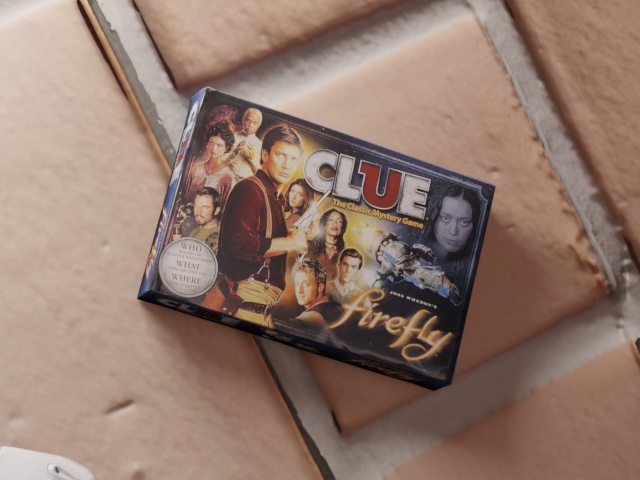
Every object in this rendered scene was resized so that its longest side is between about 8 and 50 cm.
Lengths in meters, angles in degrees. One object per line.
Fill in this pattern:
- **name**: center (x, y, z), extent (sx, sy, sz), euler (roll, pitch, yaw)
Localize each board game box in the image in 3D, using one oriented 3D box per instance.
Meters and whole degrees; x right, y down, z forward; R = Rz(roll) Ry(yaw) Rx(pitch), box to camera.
- **board game box**: center (0.000, 0.000, 1.502), extent (0.243, 0.042, 0.165), euler (18, 74, -14)

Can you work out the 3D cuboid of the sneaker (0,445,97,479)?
- **sneaker**: center (-0.180, 0.258, 1.278), extent (0.366, 0.137, 0.210), euler (35, 35, 10)
